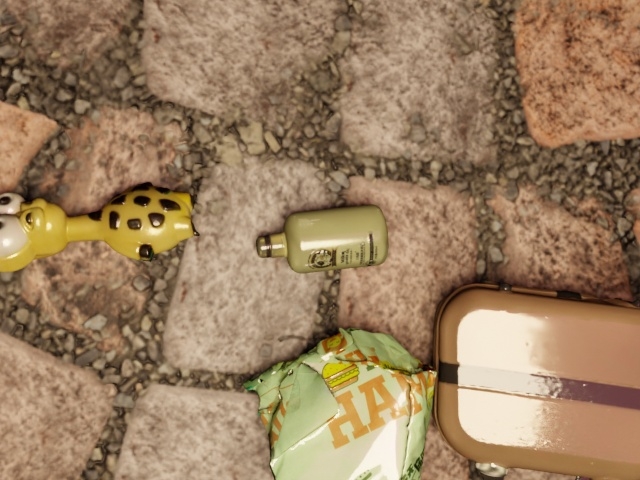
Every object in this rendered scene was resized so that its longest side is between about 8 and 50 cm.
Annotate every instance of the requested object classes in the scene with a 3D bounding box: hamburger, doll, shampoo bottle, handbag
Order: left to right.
[{"bbox_3d":[-0.293,-0.017,0.897,0.291,0.086,0.117,-6,48,-6],"label":"doll"},{"bbox_3d":[0.000,0.000,0.934,0.162,0.079,0.079,-6,88,-8],"label":"shampoo bottle"},{"bbox_3d":[0.021,0.212,0.905,0.235,0.125,0.214,2,77,20],"label":"hamburger"},{"bbox_3d":[0.281,0.200,0.908,0.302,0.149,0.283,8,90,4],"label":"handbag"}]
